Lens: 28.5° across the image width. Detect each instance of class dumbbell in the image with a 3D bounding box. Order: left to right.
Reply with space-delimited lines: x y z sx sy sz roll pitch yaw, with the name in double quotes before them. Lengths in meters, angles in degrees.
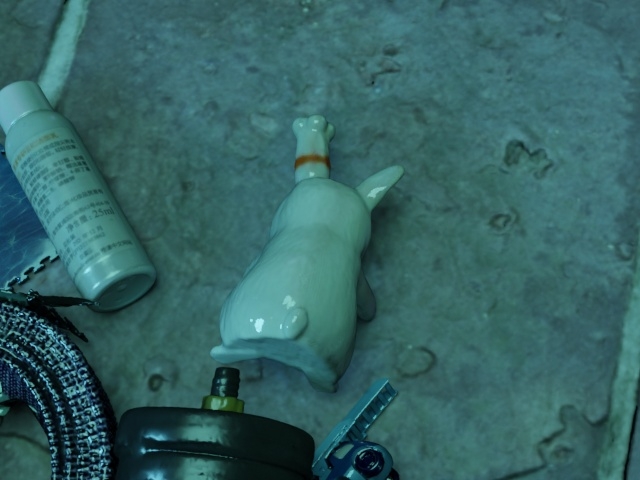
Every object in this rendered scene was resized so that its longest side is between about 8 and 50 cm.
"dumbbell" -0.110 0.300 1.102 0.185 0.185 0.388 5 70 8

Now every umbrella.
"umbrella" -0.272 0.059 1.272 0.148 0.022 0.022 -3 34 34

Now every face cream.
"face cream" -0.263 -0.054 1.311 0.082 0.082 0.269 -29 69 -5

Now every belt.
"belt" -0.321 0.214 1.196 0.260 0.122 0.325 -12 71 -5

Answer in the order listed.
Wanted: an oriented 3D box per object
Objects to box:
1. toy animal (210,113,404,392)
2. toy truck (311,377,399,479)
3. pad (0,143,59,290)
"toy animal" -0.004 0.014 1.240 0.140 0.138 0.282 15 48 4
"toy truck" 0.044 0.201 1.192 0.074 0.063 0.136 32 74 39
"pad" -0.441 -0.013 1.353 0.269 0.012 0.269 -39 70 -8
